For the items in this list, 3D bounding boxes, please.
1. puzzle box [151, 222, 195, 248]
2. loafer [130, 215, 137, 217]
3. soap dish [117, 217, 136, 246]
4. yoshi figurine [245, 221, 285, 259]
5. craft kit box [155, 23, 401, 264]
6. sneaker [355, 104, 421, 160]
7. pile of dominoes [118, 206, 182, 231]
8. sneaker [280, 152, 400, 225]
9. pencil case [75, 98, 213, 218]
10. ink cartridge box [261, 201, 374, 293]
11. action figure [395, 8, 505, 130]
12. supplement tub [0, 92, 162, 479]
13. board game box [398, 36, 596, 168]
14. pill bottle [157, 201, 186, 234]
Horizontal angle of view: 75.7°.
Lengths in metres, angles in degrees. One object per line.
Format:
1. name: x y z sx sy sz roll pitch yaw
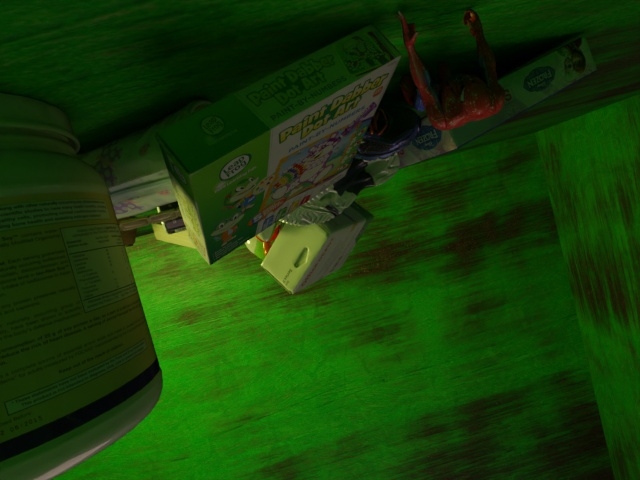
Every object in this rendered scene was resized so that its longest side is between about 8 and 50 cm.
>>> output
1. puzzle box: -0.230 -0.078 1.176 0.408 0.052 0.272 -25 -158 -39
2. loafer: -0.738 -0.026 1.396 0.251 0.088 0.094 -15 -177 -7
3. soap dish: -0.686 -0.012 1.201 0.228 0.118 0.291 -15 -175 -6
4. yoshi figurine: -0.119 -0.087 0.863 0.203 0.203 0.362 -52 159 -23
5. craft kit box: -0.047 -0.094 0.482 0.249 0.061 0.247 -36 167 -20
6. sneaker: 0.039 -0.173 0.620 0.221 0.083 0.087 0 169 10
7. pile of dominoes: -0.366 -0.094 0.801 0.251 0.040 0.196 -16 154 -16
8. sneaker: 0.005 -0.124 0.730 0.235 0.094 0.153 -34 -142 -3
9. pencil case: -0.239 -0.093 0.555 0.273 0.114 0.124 -14 -160 21
10. ink cartridge box: 0.000 0.000 0.834 0.154 0.093 0.212 -58 164 25
11. action figure: 0.142 -0.214 0.492 0.091 0.139 0.280 -17 -155 10
12. supplement tub: -0.321 0.050 0.417 0.241 0.332 0.241 -14 -177 1
13. board game box: 0.257 -0.227 0.768 0.318 0.066 0.318 -29 -171 -16
14. pill bottle: -0.260 -0.106 0.979 0.245 0.131 0.130 -17 -176 -18
